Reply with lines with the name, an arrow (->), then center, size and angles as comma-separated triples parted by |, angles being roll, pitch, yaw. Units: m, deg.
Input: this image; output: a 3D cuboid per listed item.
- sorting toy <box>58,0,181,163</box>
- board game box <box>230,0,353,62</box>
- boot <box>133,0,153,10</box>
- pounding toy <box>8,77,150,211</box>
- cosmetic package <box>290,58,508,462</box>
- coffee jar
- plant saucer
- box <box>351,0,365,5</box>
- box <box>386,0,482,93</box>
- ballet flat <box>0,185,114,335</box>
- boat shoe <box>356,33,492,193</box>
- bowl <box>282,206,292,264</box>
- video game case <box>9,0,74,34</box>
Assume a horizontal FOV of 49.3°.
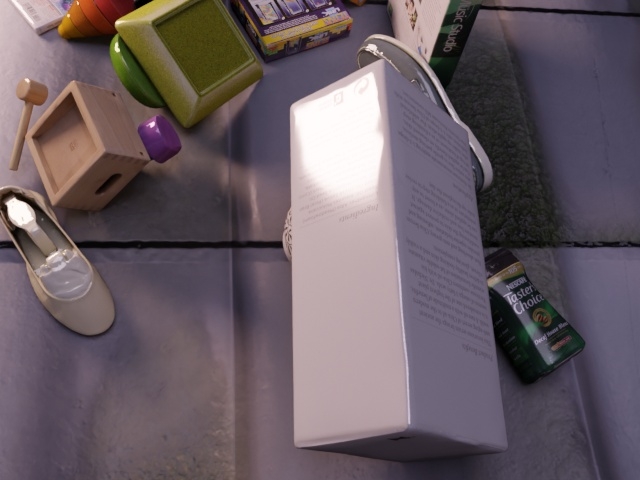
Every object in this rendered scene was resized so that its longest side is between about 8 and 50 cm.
sorting toy -> -0.331, -0.261, 1.097 | 0.126, 0.127, 0.365 | -26, 69, 12
board game box -> -0.051, -0.398, 1.217 | 0.170, 0.048, 0.141 | -23, 70, -18
boot -> -0.187, -0.459, 1.197 | 0.248, 0.090, 0.207 | -2, 54, 4
pounding toy -> -0.364, -0.147, 1.013 | 0.094, 0.181, 0.206 | 5, 52, -57
cosmetic package -> 0.092, 0.033, 0.885 | 0.230, 0.161, 0.453 | 26, 53, -46
coffee jar -> 0.280, 0.103, 0.990 | 0.096, 0.079, 0.184 | -28, 70, -20
plant saucer -> -0.188, -0.302, 1.086 | 0.188, 0.045, 0.188 | -43, 109, -31
box -> 0.033, -0.469, 1.244 | 0.136, 0.028, 0.081 | 5, 51, -55
box -> 0.178, -0.397, 1.095 | 0.058, 0.322, 0.232 | -7, 65, -8
ballet flat -> -0.365, 0.020, 0.941 | 0.086, 0.086, 0.248 | -34, 73, -22
boat shoe -> 0.141, -0.193, 1.103 | 0.099, 0.116, 0.319 | -28, 75, -23
bowl -> 0.000, 0.000, 0.988 | 0.170, 0.080, 0.170 | 27, 54, -44
video game case -> -0.463, -0.435, 1.195 | 0.143, 0.019, 0.157 | -35, 72, -23
